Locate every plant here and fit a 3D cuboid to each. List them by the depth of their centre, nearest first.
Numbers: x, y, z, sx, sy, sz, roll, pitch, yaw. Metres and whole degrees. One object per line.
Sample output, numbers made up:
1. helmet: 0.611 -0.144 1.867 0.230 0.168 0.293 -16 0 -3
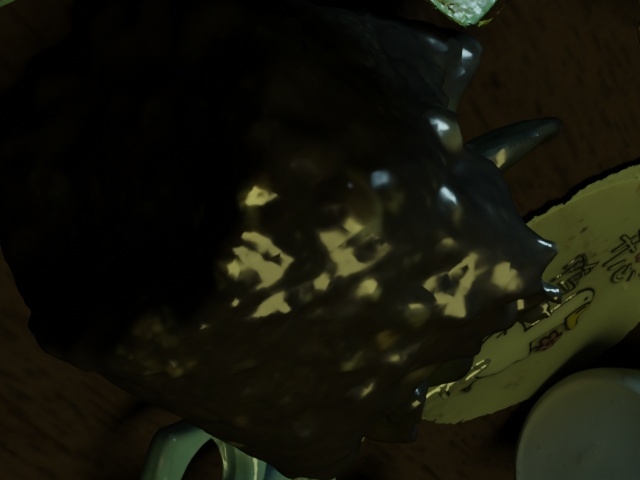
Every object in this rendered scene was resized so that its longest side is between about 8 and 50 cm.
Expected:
1. plant: 0.000 0.000 0.878 0.199 0.188 0.276 -46 147 20

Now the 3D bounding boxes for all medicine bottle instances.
1. medicine bottle: 0.262 0.167 1.391 0.258 0.143 0.143 11 127 -50

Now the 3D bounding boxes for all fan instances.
1. fan: 0.082 0.091 1.247 0.414 0.012 0.233 -36 148 1

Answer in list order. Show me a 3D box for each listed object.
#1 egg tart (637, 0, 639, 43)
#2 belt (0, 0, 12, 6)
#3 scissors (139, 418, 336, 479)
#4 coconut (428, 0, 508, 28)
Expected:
1. egg tart: 0.249 -0.172 0.958 0.241 0.106 0.241 -21 142 -18
2. belt: -0.097 -0.134 0.722 0.302 0.072 0.087 -24 143 -12
3. scissors: -0.087 0.259 1.127 0.191 0.029 0.360 31 80 -54
4. coconut: 0.077 -0.167 0.851 0.133 0.055 0.158 -23 148 -20
